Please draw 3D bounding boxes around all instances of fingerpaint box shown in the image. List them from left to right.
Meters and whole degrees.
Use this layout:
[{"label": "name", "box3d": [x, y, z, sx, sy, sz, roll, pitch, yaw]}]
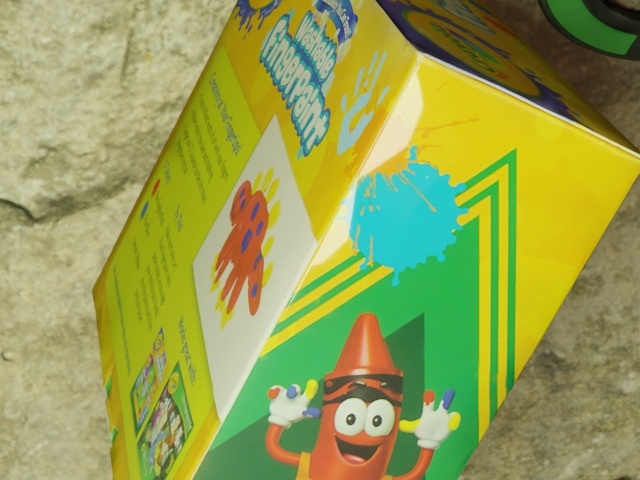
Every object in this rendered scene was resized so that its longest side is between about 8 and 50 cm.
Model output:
[{"label": "fingerpaint box", "box3d": [0.000, 0.000, 1.128, 0.163, 0.445, 0.371, 23, 106, -19]}]

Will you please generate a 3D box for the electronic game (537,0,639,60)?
[{"label": "electronic game", "box3d": [0.276, -0.213, 1.250, 0.229, 0.048, 0.229, -2, 148, -1]}]
